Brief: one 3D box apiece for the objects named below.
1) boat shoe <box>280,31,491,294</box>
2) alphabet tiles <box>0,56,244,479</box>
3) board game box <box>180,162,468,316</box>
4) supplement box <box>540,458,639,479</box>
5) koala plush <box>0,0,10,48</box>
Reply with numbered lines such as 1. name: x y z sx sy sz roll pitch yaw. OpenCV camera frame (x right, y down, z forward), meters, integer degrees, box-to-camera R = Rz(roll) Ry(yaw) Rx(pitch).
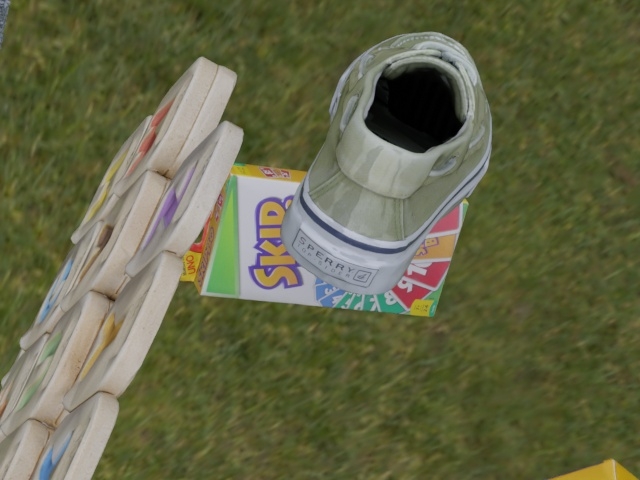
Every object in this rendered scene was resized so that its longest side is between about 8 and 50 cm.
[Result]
1. boat shoe: 0.059 -0.069 1.025 0.109 0.094 0.302 30 29 -3
2. alphabet tiles: -0.114 0.061 0.698 0.021 0.278 0.284 28 66 -13
3. board game box: 0.000 0.000 1.574 0.259 0.039 0.124 7 114 -19
4. supplement box: 0.255 0.359 1.494 0.356 0.194 0.195 39 38 -48
5. koala plush: -0.379 -0.158 1.448 0.196 0.221 0.203 3 51 -38
